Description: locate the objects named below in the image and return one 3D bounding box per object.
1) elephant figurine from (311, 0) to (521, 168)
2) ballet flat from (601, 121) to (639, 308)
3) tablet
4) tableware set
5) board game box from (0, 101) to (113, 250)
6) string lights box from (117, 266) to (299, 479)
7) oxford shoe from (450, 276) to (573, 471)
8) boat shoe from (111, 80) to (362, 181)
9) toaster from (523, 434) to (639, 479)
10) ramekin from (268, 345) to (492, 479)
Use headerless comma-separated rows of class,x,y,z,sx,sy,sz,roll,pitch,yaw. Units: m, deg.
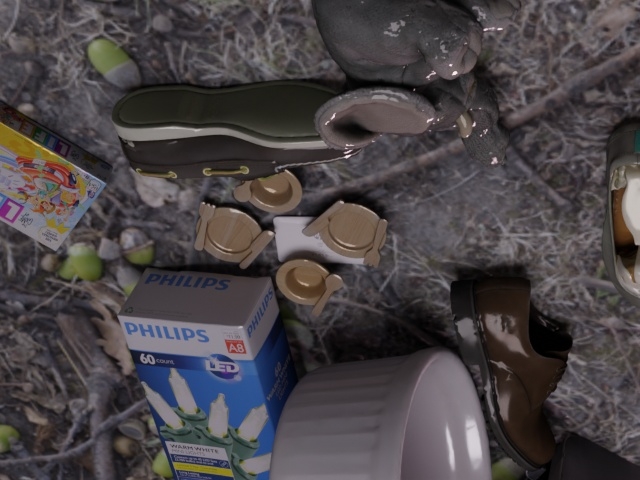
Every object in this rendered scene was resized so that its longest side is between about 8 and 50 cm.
elephant figurine,0.064,-0.140,1.461,0.186,0.169,0.239,39,148,14
ballet flat,0.277,-0.003,1.578,0.072,0.068,0.213,-3,129,13
tablet,0.000,0.000,1.671,0.083,0.006,0.054,1,129,9
tableware set,-0.029,-0.005,1.654,0.168,0.020,0.141,29,130,-8
board game box,-0.281,-0.066,1.654,0.154,0.026,0.103,30,128,-15
string lights box,-0.092,0.150,1.754,0.133,0.077,0.260,4,131,23
oxford shoe,0.194,0.128,1.695,0.096,0.083,0.227,-11,127,14
boat shoe,-0.065,-0.089,1.566,0.227,0.081,0.069,3,133,17
toaster,0.263,0.301,1.805,0.185,0.110,0.168,27,129,-12
ramekin,0.058,0.238,1.692,0.135,0.277,0.277,-3,129,22
